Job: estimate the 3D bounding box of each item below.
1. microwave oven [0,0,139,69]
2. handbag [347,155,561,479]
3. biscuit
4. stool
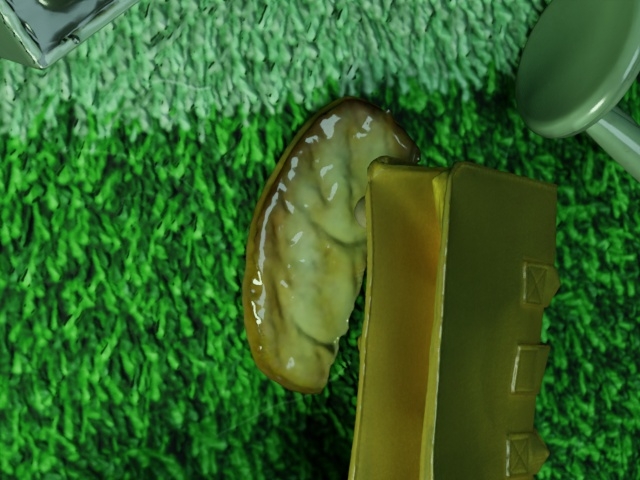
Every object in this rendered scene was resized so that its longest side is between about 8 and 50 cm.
[{"bbox_3d":[-0.184,-0.335,1.326,0.355,0.286,0.218,-38,114,-14],"label":"microwave oven"},{"bbox_3d":[0.138,0.125,1.613,0.283,0.133,0.401,9,83,-53],"label":"handbag"},{"bbox_3d":[-0.004,0.000,1.617,0.154,0.045,0.299,24,87,-31],"label":"biscuit"},{"bbox_3d":[0.334,-0.166,1.686,0.199,0.195,0.195,23,106,-28],"label":"stool"}]
